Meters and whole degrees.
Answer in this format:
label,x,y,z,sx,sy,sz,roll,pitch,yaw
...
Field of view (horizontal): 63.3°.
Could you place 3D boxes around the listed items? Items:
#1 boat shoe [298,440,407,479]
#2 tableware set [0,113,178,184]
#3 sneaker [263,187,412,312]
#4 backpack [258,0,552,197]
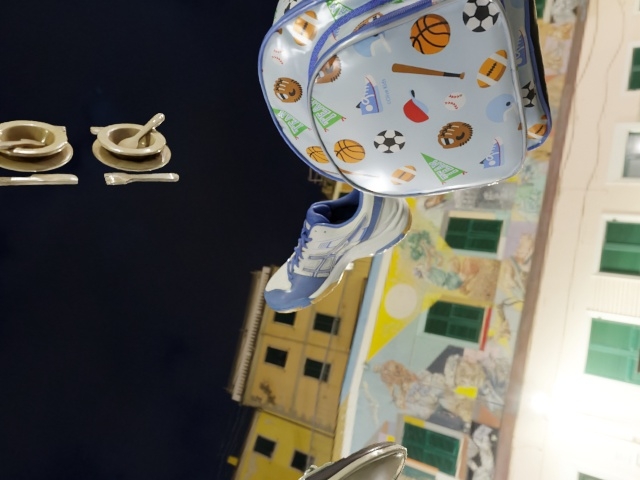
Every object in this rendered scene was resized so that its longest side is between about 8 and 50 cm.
label,x,y,z,sx,sy,sz,roll,pitch,yaw
boat shoe,-0.002,0.242,0.513,0.206,0.065,0.075,-14,-63,-35
tableware set,-0.266,-0.112,0.583,0.194,0.128,0.039,-6,-50,-30
sneaker,0.000,0.000,0.858,0.131,0.296,0.111,40,-162,-34
backpack,0.077,-0.165,0.516,0.276,0.264,0.213,62,-148,-36
